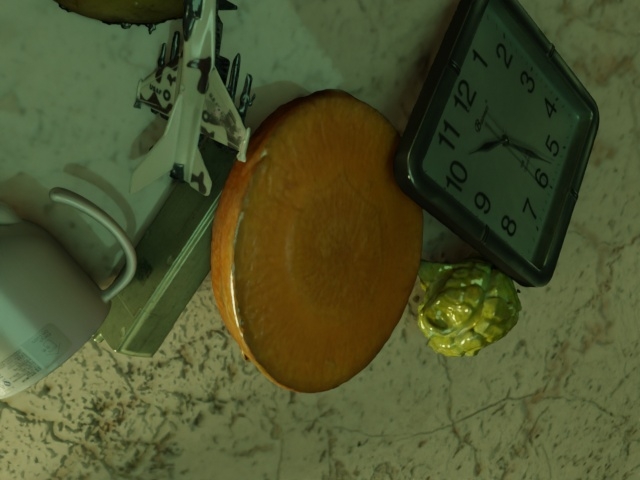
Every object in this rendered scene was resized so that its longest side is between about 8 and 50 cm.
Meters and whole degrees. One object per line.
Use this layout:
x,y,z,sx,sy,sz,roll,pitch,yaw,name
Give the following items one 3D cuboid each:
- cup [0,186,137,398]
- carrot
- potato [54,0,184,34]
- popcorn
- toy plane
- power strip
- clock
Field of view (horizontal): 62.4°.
-0.276,0.039,0.482,0.173,0.134,0.142,-21,115,19,cup
0.000,0.000,0.558,0.258,0.100,0.307,-12,109,-40,carrot
-0.158,-0.268,0.458,0.200,0.081,0.164,-15,113,-12,potato
0.188,0.085,0.674,0.162,0.135,0.141,34,87,-24,popcorn
-0.110,-0.147,0.484,0.082,0.160,0.234,2,113,-59,toy plane
-0.144,0.003,0.554,0.272,0.078,0.052,-55,142,4,power strip
0.217,-0.115,0.619,0.279,0.049,0.273,34,72,-29,clock
